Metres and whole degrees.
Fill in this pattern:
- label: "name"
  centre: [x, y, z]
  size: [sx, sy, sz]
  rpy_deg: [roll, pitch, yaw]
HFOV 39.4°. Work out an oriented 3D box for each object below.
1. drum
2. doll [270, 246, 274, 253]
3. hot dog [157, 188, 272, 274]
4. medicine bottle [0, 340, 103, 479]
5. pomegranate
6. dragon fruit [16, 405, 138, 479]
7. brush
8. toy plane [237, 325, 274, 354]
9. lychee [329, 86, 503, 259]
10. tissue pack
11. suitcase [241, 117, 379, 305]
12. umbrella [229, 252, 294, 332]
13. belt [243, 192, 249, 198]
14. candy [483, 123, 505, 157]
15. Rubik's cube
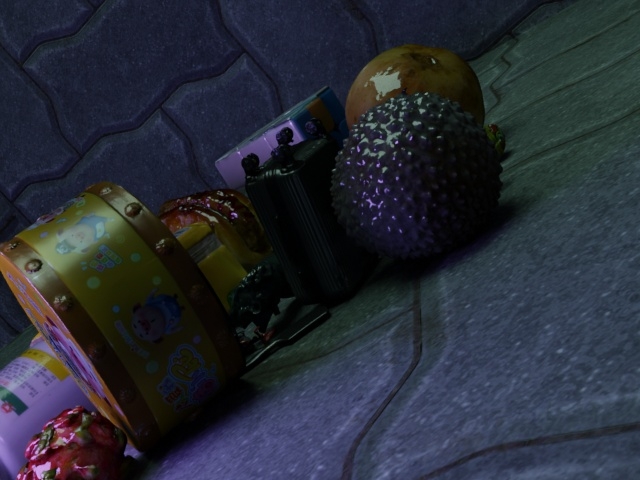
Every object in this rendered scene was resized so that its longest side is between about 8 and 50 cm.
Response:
- label: "drum"
  centre: [-0.334, 0.124, 1.480]
  size: [0.214, 0.431, 0.431]
  rpy_deg: [-38, 12, -22]
- label: "doll"
  centre: [0.000, 0.000, 1.952]
  size: [0.209, 0.137, 0.097]
  rpy_deg: [-29, 54, 33]
- label: "hot dog"
  centre: [-0.267, -0.011, 2.151]
  size: [0.405, 0.223, 0.185]
  rpy_deg: [1, 9, 41]
- label: "medicine bottle"
  centre: [-0.596, 0.366, 1.698]
  size: [0.208, 0.208, 0.340]
  rpy_deg: [-20, 16, 47]
- label: "pomegranate"
  centre: [0.216, -0.287, 2.092]
  size: [0.338, 0.338, 0.338]
  rpy_deg: [-31, 11, 7]
- label: "dragon fruit"
  centre: [-0.375, 0.349, 1.366]
  size: [0.167, 0.160, 0.172]
  rpy_deg: [7, 39, 11]
- label: "brush"
  centre: [-0.067, 0.175, 1.567]
  size: [0.193, 0.016, 0.063]
  rpy_deg: [-34, 11, -9]
- label: "toy plane"
  centre: [-0.140, 0.193, 1.638]
  size: [0.145, 0.037, 0.060]
  rpy_deg: [-28, 16, 26]
- label: "lychee"
  centre: [0.156, -0.103, 1.515]
  size: [0.300, 0.300, 0.300]
  rpy_deg: [-31, 11, 7]
- label: "tissue pack"
  centre: [-0.372, 0.164, 1.898]
  size: [0.293, 0.228, 0.382]
  rpy_deg: [-24, 13, 48]
- label: "suitcase"
  centre: [-0.012, -0.048, 1.636]
  size: [0.128, 0.312, 0.202]
  rpy_deg: [-12, 19, 30]
- label: "umbrella"
  centre: [-0.056, 0.056, 1.758]
  size: [0.349, 0.094, 0.143]
  rpy_deg: [-37, -21, -56]
- label: "belt"
  centre: [-0.107, -0.056, 2.260]
  size: [0.289, 0.184, 0.164]
  rpy_deg: [-17, 13, 37]
- label: "candy"
  centre: [0.264, -0.136, 1.902]
  size: [0.305, 0.083, 0.091]
  rpy_deg: [-39, 12, 9]
- label: "Rubik's cube"
  centre: [-0.055, -0.200, 2.438]
  size: [0.291, 0.291, 0.290]
  rpy_deg: [-26, 13, 33]
